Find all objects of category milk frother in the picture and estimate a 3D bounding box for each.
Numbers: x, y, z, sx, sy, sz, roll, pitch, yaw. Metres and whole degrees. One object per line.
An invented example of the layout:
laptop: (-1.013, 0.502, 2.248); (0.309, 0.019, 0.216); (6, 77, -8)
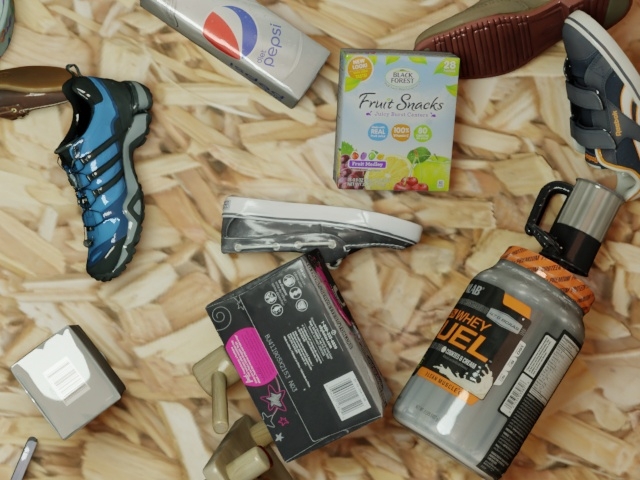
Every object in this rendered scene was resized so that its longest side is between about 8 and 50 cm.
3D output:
milk frother: (0.386, -0.031, 1.854); (0.129, 0.143, 0.135); (26, 87, 2)

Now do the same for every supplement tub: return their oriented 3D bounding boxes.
supplement tub: (0.262, 0.178, 1.801); (0.193, 0.193, 0.316); (34, 82, -5)

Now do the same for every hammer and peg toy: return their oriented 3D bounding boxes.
hammer and peg toy: (-0.096, 0.342, 1.709); (0.127, 0.266, 0.361); (-34, 93, 10)

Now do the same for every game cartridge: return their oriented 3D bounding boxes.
game cartridge: (-0.434, 0.327, 1.762); (0.017, 0.056, 0.083); (23, 83, -14)

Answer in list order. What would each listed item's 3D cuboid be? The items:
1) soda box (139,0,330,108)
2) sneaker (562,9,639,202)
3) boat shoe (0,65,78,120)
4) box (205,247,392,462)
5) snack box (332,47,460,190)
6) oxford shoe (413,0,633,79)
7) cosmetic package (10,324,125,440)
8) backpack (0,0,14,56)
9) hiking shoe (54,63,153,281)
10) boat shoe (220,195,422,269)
soda box: (-0.130, -0.317, 1.819); (0.286, 0.098, 0.091); (34, 83, -6)
sneaker: (0.437, -0.192, 1.850); (0.127, 0.126, 0.321); (-36, 110, 3)
boat shoe: (-0.458, -0.213, 1.786); (0.207, 0.073, 0.073); (-2, 125, -5)
box: (-0.025, 0.157, 1.721); (0.163, 0.142, 0.247); (-27, 91, 10)
snack box: (0.112, -0.181, 1.830); (0.174, 0.070, 0.207); (0, 106, -8)
oxford shoe: (0.300, -0.353, 1.894); (0.348, 0.123, 0.130); (-17, 55, -3)
cosmetic package: (-0.346, 0.192, 1.692); (0.107, 0.238, 0.127); (-37, 90, -11)
backpack: (-0.563, -0.348, 1.716); (0.253, 0.191, 0.225); (0, 77, -13)
hiking shoe: (-0.330, -0.092, 1.756); (0.132, 0.113, 0.304); (10, 75, -35)
boat shoe: (0.000, 0.000, 1.817); (0.301, 0.108, 0.102); (6, 86, -5)
